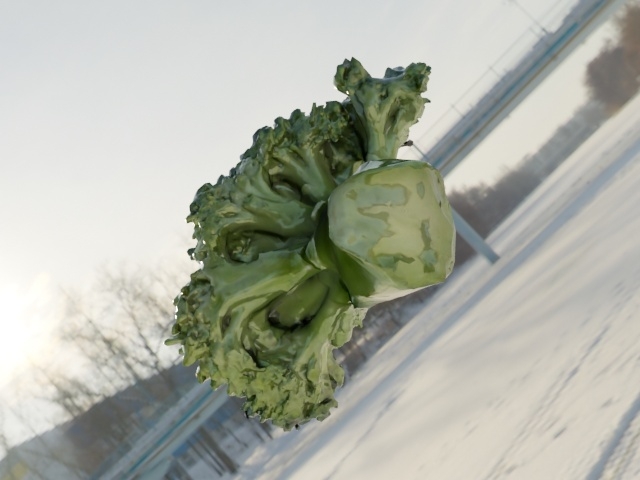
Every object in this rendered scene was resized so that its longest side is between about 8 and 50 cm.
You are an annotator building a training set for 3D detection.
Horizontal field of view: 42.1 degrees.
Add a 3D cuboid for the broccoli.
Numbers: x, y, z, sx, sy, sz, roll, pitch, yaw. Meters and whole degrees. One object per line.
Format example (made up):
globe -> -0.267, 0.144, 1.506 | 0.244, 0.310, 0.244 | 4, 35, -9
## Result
broccoli -> -0.004, 0.032, 0.769 | 0.397, 0.275, 0.353 | -110, 23, -61
